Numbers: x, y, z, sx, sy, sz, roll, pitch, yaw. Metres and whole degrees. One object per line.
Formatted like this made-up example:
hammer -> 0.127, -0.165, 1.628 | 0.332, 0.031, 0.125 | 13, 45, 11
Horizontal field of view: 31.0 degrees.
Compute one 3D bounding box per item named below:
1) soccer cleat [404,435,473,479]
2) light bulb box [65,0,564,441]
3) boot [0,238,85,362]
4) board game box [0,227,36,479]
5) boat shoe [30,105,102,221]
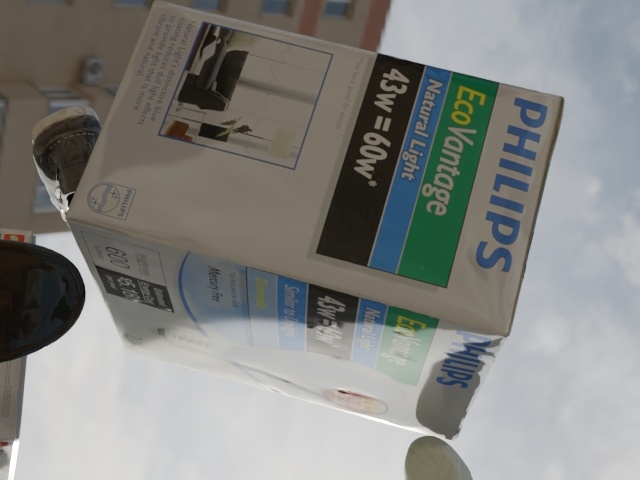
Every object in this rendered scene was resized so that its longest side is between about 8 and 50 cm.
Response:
soccer cleat -> 0.131, 0.292, 1.168 | 0.068, 0.076, 0.196 | -13, -75, 9
light bulb box -> 0.000, 0.000, 1.072 | 0.358, 0.361, 0.225 | 90, 16, -67
boot -> -0.321, 0.028, 0.888 | 0.229, 0.263, 0.091 | -145, -129, -71
board game box -> -0.314, 0.137, 1.117 | 0.305, 0.053, 0.193 | 123, -31, -61
boat shoe -> -0.272, -0.054, 1.396 | 0.335, 0.112, 0.095 | 85, -17, -74
